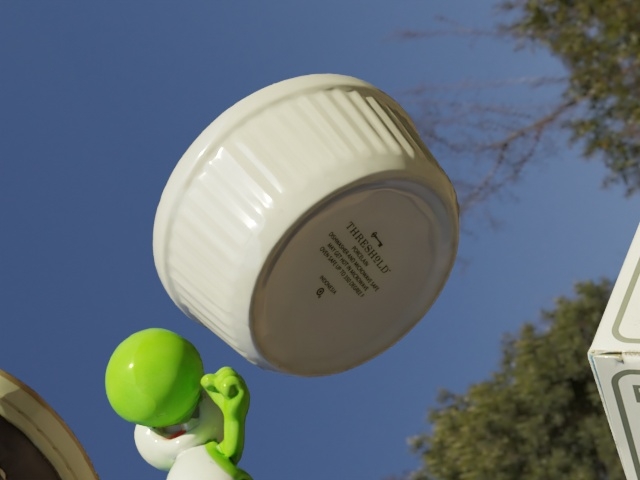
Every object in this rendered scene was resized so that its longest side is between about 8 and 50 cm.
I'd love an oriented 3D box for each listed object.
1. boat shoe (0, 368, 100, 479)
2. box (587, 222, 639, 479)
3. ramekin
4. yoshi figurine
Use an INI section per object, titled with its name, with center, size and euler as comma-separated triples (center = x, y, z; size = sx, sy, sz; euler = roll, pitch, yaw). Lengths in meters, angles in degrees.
[boat shoe]
center = -0.153, 0.166, 0.534
size = 0.092, 0.103, 0.285
euler = -62, -13, -47
[box]
center = 0.229, -0.019, 0.491
size = 0.290, 0.169, 0.087
euler = -58, -42, -41
[ramekin]
center = 0.000, 0.000, 1.102
size = 0.273, 0.273, 0.127
euler = 30, -167, -46
[yoshi figurine]
center = -0.146, 0.235, 1.348
size = 0.203, 0.203, 0.362
euler = -2, -138, -26
